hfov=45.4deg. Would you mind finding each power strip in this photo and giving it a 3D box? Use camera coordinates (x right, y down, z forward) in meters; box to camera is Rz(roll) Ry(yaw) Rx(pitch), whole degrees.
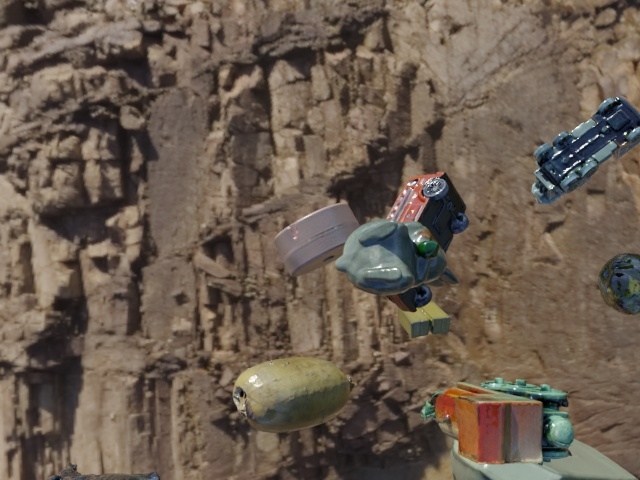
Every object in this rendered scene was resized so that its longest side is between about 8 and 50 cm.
[{"bbox_3d":[0.000,0.000,1.356,0.154,0.154,0.078,-32,79,25],"label":"power strip"}]

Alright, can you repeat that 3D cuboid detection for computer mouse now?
[{"bbox_3d":[0.330,0.369,1.142,0.228,0.429,0.145,23,93,43],"label":"computer mouse"}]

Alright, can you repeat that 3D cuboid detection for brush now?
[{"bbox_3d":[0.239,0.175,1.971,0.233,0.103,0.047,-128,35,-65],"label":"brush"}]

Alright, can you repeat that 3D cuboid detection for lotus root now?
[{"bbox_3d":[-0.042,0.335,1.715,0.169,0.343,0.151,27,112,45],"label":"lotus root"}]

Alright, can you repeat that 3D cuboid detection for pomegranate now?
[{"bbox_3d":[0.683,0.090,1.644,0.163,0.125,0.138,-10,42,28],"label":"pomegranate"}]

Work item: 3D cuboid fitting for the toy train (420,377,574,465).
[{"bbox_3d":[0.165,0.171,0.744,0.176,0.118,0.074,169,105,-74],"label":"toy train"}]

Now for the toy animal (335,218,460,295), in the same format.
[{"bbox_3d":[0.126,0.024,1.132,0.138,0.236,0.108,-11,84,28],"label":"toy animal"}]

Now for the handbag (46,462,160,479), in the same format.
[{"bbox_3d":[-0.222,0.292,0.647,0.254,0.089,0.211,-23,43,53],"label":"handbag"}]

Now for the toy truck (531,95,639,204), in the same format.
[{"bbox_3d":[0.558,-0.178,1.614,0.257,0.140,0.108,-38,66,7],"label":"toy truck"}]

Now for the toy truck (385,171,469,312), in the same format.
[{"bbox_3d":[0.163,0.002,1.349,0.114,0.107,0.252,3,51,43],"label":"toy truck"}]
